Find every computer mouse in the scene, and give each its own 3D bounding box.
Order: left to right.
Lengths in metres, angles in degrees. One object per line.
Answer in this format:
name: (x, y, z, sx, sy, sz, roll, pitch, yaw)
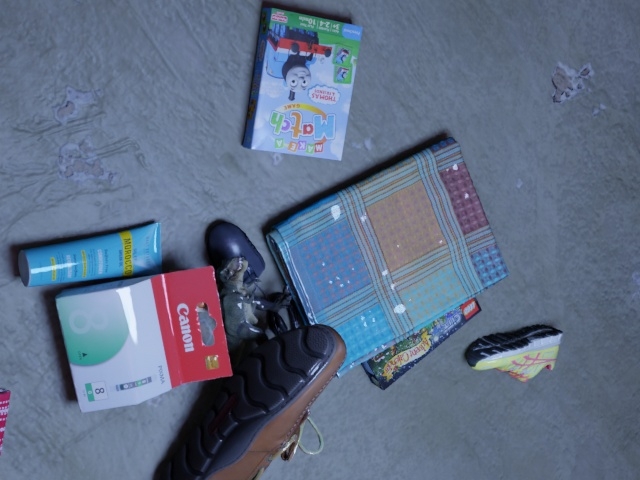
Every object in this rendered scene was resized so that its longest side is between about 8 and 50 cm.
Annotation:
computer mouse: (-0.098, 0.070, 1.546, 0.071, 0.041, 0.242, -43, 118, -14)

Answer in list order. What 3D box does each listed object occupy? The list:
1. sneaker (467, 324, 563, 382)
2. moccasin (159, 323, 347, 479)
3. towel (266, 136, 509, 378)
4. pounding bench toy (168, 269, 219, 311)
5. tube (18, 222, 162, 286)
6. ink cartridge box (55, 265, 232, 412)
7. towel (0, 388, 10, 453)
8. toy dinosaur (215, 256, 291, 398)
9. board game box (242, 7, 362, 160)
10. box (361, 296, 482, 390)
sneaker: (0.358, 0.219, 1.799, 0.208, 0.081, 0.094, -7, 107, -27)
moccasin: (-0.085, 0.283, 1.508, 0.147, 0.139, 0.380, 24, 106, -43)
towel: (0.118, 0.024, 1.611, 0.370, 0.040, 0.271, -28, 103, -19)
pounding bench toy: (-0.182, 0.076, 1.488, 0.083, 0.065, 0.052, 3, 100, -29)
tube: (-0.324, 0.025, 1.417, 0.207, 0.052, 0.080, -10, 115, -33)
ink cartridge box: (-0.252, 0.143, 1.430, 0.225, 0.056, 0.181, -8, 106, -1)
towel: (-0.518, 0.346, 1.342, 0.199, 0.031, 0.275, 0, 103, -58)
toy dinosaur: (-0.104, 0.128, 1.525, 0.118, 0.064, 0.268, -3, 119, -14)
board game box: (-0.027, -0.237, 1.517, 0.160, 0.039, 0.211, 4, 100, -29)
box: (0.152, 0.122, 1.688, 0.233, 0.044, 0.159, -37, 115, -16)
